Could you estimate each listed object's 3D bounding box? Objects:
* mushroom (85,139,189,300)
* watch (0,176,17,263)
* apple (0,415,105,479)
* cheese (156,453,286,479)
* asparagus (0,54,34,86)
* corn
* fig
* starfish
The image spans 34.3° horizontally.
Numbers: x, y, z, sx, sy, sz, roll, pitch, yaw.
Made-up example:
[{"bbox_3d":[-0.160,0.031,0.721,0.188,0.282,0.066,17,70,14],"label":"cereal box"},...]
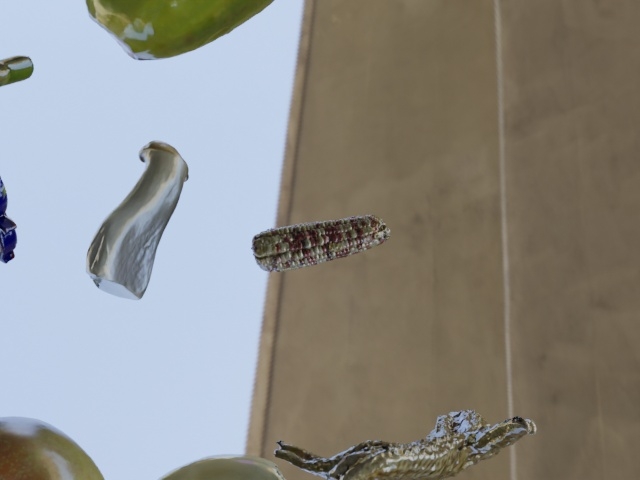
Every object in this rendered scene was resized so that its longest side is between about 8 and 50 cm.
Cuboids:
[{"bbox_3d":[-0.329,-0.042,1.900,0.122,0.159,0.329,24,-117,-7],"label":"mushroom"},{"bbox_3d":[-0.647,-0.055,1.774,0.200,0.171,0.196,-26,-122,-39],"label":"watch"},{"bbox_3d":[-0.410,0.370,1.303,0.319,0.277,0.319,9,-127,-12],"label":"apple"},{"bbox_3d":[-0.134,0.430,1.451,0.233,0.127,0.266,-3,-121,-5],"label":"cheese"},{"bbox_3d":[-0.693,-0.336,2.139,0.067,0.060,0.277,18,-156,19],"label":"asparagus"},{"bbox_3d":[0.000,0.000,1.767,0.237,0.079,0.079,-13,-129,-5],"label":"corn"},{"bbox_3d":[-0.138,-0.347,1.155,0.258,0.258,0.326,20,-100,36],"label":"fig"},{"bbox_3d":[0.112,0.280,1.372,0.323,0.432,0.083,-11,-95,-10],"label":"starfish"}]
